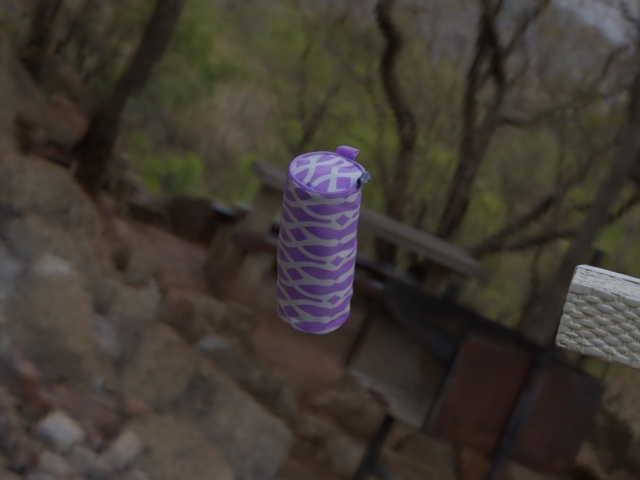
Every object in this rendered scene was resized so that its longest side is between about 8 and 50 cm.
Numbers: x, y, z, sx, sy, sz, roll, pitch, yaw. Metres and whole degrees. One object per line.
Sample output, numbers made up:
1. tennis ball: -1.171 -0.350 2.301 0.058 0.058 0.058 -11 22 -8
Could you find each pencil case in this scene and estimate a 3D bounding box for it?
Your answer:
1. pencil case: 0.000 0.000 1.802 0.086 0.206 0.088 20 38 15

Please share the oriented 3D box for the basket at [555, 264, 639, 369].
1. basket: 0.424 0.113 2.438 0.167 0.113 0.103 15 12 14
